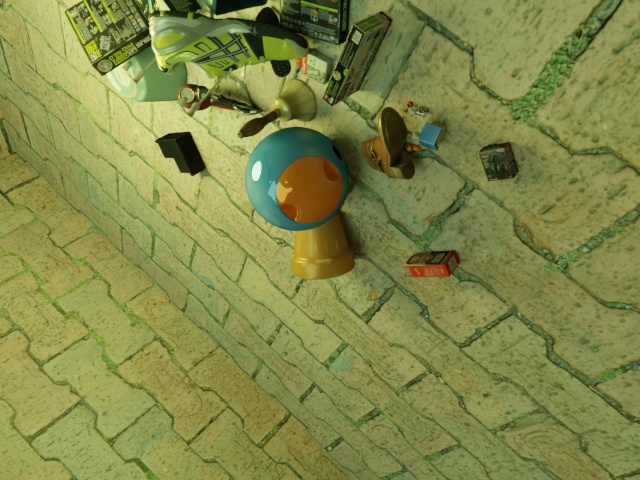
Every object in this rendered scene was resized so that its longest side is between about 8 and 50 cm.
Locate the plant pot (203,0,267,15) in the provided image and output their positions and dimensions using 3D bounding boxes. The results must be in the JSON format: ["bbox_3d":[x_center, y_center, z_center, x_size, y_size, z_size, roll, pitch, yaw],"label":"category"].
[{"bbox_3d":[-0.252,-0.703,1.166,0.234,0.165,0.166,46,145,16],"label":"plant pot"}]

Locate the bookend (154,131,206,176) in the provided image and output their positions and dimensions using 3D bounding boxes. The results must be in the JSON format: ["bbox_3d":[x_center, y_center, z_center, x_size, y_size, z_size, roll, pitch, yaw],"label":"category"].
[{"bbox_3d":[-0.546,-0.336,1.871,0.156,0.072,0.157,8,128,43],"label":"bookend"}]

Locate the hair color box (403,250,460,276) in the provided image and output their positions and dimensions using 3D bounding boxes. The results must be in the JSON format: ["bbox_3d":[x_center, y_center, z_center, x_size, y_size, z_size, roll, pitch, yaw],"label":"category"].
[{"bbox_3d":[0.310,0.067,1.347,0.141,0.072,0.043,-7,118,48],"label":"hair color box"}]

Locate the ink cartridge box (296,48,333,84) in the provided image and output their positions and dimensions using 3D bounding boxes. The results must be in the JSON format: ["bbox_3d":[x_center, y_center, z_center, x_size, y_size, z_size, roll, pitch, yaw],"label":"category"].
[{"bbox_3d":[-0.024,-0.461,1.252,0.115,0.029,0.063,33,142,20],"label":"ink cartridge box"}]

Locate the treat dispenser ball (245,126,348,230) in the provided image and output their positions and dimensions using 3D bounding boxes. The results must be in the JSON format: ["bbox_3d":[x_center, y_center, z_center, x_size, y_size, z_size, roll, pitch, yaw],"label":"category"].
[{"bbox_3d":[-0.066,-0.171,1.340,0.288,0.288,0.288,27,139,27],"label":"treat dispenser ball"}]

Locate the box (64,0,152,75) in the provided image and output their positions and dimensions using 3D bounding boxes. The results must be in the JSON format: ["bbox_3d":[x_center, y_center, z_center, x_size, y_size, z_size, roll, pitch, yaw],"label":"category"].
[{"bbox_3d":[-0.655,-0.673,1.501,0.270,0.216,0.060,56,180,22],"label":"box"}]

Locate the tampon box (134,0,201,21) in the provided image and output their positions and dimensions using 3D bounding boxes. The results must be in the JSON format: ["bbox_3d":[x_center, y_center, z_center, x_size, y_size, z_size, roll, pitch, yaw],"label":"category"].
[{"bbox_3d":[-0.456,-0.703,1.420,0.161,0.101,0.120,54,143,-6],"label":"tampon box"}]

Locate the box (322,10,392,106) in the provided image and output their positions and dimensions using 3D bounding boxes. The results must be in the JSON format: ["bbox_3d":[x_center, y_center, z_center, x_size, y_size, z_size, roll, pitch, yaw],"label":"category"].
[{"bbox_3d":[0.082,-0.416,1.112,0.036,0.114,0.207,43,143,9],"label":"box"}]

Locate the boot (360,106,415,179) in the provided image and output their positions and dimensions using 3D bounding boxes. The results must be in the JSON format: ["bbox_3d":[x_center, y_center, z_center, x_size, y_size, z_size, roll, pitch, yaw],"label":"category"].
[{"bbox_3d":[0.151,-0.244,1.208,0.152,0.073,0.197,30,146,55],"label":"boot"}]

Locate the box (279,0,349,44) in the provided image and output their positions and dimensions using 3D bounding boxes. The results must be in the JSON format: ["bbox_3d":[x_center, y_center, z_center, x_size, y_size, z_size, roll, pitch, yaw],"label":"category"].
[{"bbox_3d":[-0.018,-0.578,1.130,0.190,0.045,0.184,28,137,27],"label":"box"}]

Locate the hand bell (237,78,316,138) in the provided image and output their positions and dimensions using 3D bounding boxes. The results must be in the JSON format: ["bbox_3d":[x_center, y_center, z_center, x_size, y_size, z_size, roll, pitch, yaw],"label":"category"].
[{"bbox_3d":[-0.134,-0.337,1.299,0.126,0.242,0.126,28,139,28],"label":"hand bell"}]

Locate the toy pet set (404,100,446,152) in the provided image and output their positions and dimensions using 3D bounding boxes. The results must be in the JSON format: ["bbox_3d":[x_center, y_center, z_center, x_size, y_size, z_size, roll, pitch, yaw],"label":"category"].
[{"bbox_3d":[0.234,-0.251,1.145,0.114,0.065,0.122,27,139,27],"label":"toy pet set"}]

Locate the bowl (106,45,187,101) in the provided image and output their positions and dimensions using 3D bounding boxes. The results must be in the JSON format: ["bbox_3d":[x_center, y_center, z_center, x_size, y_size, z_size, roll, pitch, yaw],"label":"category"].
[{"bbox_3d":[-0.623,-0.601,1.635,0.311,0.163,0.311,27,138,27],"label":"bowl"}]

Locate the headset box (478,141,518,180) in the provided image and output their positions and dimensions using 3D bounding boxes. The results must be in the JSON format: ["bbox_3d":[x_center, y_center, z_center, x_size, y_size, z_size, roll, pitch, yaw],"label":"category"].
[{"bbox_3d":[0.396,-0.179,1.070,0.062,0.032,0.083,-2,122,47],"label":"headset box"}]

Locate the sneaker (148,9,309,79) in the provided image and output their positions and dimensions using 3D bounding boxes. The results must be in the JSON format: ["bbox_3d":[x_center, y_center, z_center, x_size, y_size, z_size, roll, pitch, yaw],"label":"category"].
[{"bbox_3d":[-0.222,-0.474,1.195,0.384,0.145,0.147,4,109,-4],"label":"sneaker"}]

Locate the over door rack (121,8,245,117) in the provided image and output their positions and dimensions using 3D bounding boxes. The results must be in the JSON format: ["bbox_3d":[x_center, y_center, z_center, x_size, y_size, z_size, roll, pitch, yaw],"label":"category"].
[{"bbox_3d":[-0.338,-0.483,1.324,0.239,0.324,0.108,33,157,19],"label":"over door rack"}]

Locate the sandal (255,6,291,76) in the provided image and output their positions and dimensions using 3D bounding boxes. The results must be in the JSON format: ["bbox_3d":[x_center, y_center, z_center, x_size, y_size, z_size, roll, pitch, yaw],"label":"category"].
[{"bbox_3d":[-0.125,-0.524,1.276,0.067,0.040,0.179,-15,102,10],"label":"sandal"}]

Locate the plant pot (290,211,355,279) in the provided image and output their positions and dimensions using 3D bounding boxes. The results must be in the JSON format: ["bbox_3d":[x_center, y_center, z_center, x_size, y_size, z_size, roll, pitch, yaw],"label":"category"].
[{"bbox_3d":[0.000,0.000,1.523,0.205,0.205,0.188,10,113,41],"label":"plant pot"}]

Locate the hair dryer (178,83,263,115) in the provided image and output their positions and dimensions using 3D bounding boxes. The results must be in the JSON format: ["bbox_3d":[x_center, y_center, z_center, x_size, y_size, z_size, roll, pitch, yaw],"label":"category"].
[{"bbox_3d":[-0.330,-0.422,1.498,0.293,0.223,0.080,34,106,52],"label":"hair dryer"}]
